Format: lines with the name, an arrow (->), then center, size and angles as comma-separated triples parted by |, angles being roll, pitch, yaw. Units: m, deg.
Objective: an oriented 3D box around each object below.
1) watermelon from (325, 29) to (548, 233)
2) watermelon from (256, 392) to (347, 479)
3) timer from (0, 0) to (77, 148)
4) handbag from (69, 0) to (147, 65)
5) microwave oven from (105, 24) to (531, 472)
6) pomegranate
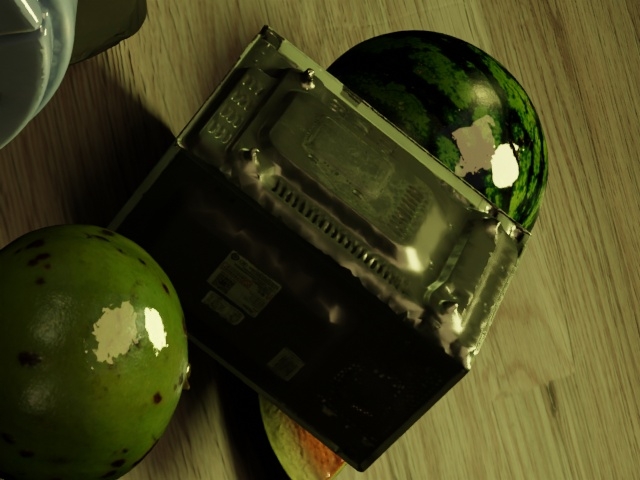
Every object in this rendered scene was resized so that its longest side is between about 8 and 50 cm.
watermelon -> 0.093, -0.069, 1.838 | 0.269, 0.269, 0.269 | 33, 49, -49
watermelon -> -0.003, 0.154, 1.729 | 0.145, 0.137, 0.193 | -49, 129, -13
timer -> -0.313, -0.169, 1.098 | 0.395, 0.395, 0.173 | 37, 44, -46
handbag -> -0.254, -0.211, 1.492 | 0.332, 0.075, 0.192 | -39, 109, -57
microwave oven -> 0.000, 0.000, 1.602 | 0.295, 0.181, 0.237 | 39, 37, -5
pomegranate -> -0.207, 0.078, 1.350 | 0.248, 0.202, 0.202 | 14, 60, -22
